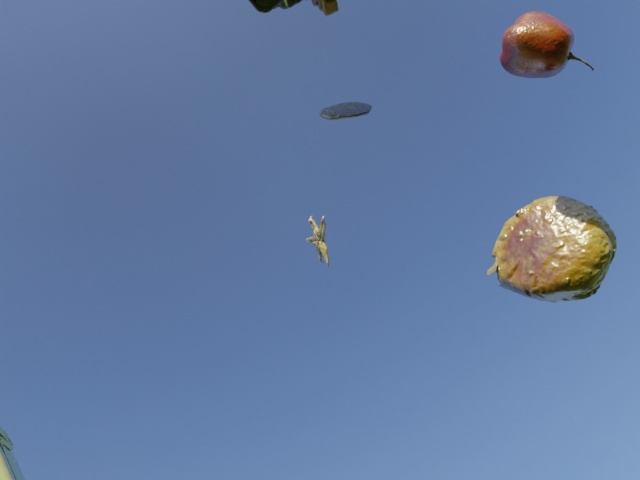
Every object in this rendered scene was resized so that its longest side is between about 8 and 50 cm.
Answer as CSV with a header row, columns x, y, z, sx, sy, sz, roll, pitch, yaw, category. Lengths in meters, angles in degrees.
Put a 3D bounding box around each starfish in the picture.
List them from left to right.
x,y,z,sx,sy,sz,roll,pitch,yaw,category
0.000,0.000,0.789,0.016,0.092,0.086,-13,-26,-21,starfish

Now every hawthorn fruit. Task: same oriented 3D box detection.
x,y,z,sx,sy,sz,roll,pitch,yaw,category
0.539,-0.454,1.160,0.163,0.204,0.162,-30,-46,-36,hawthorn fruit

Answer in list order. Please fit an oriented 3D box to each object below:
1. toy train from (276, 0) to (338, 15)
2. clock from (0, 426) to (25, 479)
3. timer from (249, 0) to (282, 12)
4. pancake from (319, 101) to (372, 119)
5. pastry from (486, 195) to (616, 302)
x,y,z,sx,sy,sz,roll,pitch,yaw,category
-0.063,-0.618,0.939,0.232,0.163,0.369,-22,-35,1,toy train
-0.447,0.327,0.431,0.349,0.286,0.117,-27,-26,-31,clock
-0.072,-0.484,0.798,0.188,0.055,0.144,-30,-54,24,timer
0.052,-0.271,1.013,0.115,0.115,0.011,-14,-58,-9,pancake
0.631,0.019,1.343,0.137,0.329,0.329,22,-76,-36,pastry
